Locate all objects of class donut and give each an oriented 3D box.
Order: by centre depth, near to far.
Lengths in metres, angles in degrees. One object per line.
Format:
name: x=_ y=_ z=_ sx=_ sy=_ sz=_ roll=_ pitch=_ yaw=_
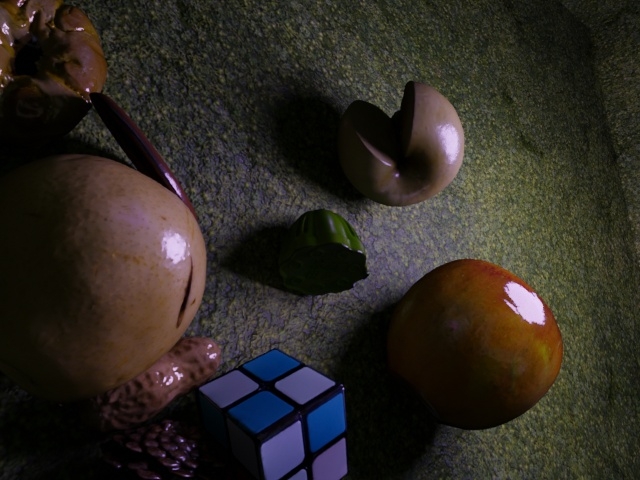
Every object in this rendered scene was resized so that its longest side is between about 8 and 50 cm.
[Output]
donut: x=-0.455 y=-0.261 z=0.718 sx=0.209 sy=0.128 sz=0.261 roll=31 pitch=58 yaw=-26

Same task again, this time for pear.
pear: x=-0.311 y=0.047 z=0.616 sx=0.310 sy=0.309 sz=0.308 roll=13 pitch=67 yaw=-33

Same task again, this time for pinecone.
pinecone: x=-0.229 y=0.362 z=0.647 sx=0.179 sy=0.184 sz=0.204 roll=21 pitch=93 yaw=-44

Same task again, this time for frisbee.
frisbee: x=-0.274 y=-0.121 z=0.735 sx=0.021 sy=0.251 sz=0.250 roll=-40 pitch=100 yaw=-18

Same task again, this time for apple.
apple: x=0.324 y=0.238 z=1.033 sx=0.384 sy=0.375 sz=0.373 roll=63 pitch=35 yaw=-56
apple: x=0.183 y=-0.228 z=1.089 sx=0.292 sy=0.292 sz=0.254 roll=36 pitch=32 yaw=-22

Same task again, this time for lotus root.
lotus root: x=0.000 y=0.000 z=0.965 sx=0.186 sy=0.186 sz=0.186 roll=13 pitch=67 yaw=-33

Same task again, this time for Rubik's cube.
Rubik's cube: x=-0.075 y=0.305 z=0.742 sx=0.167 sy=0.184 sz=0.180 roll=-19 pitch=111 yaw=-40

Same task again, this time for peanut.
peanut: x=-0.253 y=0.216 z=0.719 sx=0.226 sy=0.108 sz=0.095 roll=-20 pitch=96 yaw=-42
